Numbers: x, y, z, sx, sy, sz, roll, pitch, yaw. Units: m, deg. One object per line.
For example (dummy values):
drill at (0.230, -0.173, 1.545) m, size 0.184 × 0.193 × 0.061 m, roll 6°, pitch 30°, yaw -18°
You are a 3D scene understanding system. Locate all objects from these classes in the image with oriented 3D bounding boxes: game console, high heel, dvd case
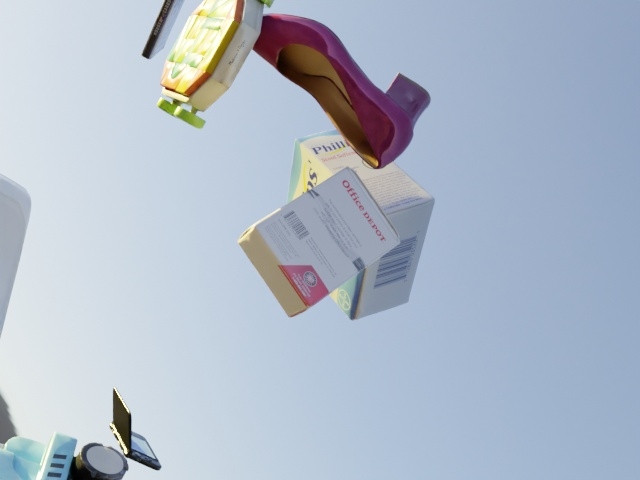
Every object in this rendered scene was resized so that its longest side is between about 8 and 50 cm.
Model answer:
game console at (-0.312, 0.319, 1.498) m, size 0.107 × 0.071 × 0.122 m, roll 34°, pitch -1°, yaw -29°
high heel at (-0.006, -0.266, 1.525) m, size 0.377 × 0.181 × 0.127 m, roll 26°, pitch -34°, yaw 15°
dvd case at (-0.387, -0.592, 2.280) m, size 0.029 × 0.179 × 0.238 m, roll 27°, pitch -70°, yaw -8°

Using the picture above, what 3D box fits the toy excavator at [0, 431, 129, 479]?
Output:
toy excavator at (-0.630, 0.457, 1.759) m, size 0.445 × 0.222 × 0.433 m, roll 25°, pitch 20°, yaw -16°

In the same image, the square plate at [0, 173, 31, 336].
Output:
square plate at (-0.477, 0.048, 1.113) m, size 0.049 × 0.347 × 0.344 m, roll 7°, pitch -14°, yaw 11°

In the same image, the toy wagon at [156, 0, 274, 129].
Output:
toy wagon at (-0.215, -0.349, 1.628) m, size 0.068 × 0.267 × 0.344 m, roll 29°, pitch 1°, yaw -30°

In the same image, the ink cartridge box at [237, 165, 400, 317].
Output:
ink cartridge box at (0.000, 0.000, 1.442) m, size 0.158 × 0.218 × 0.092 m, roll 56°, pitch -30°, yaw 1°

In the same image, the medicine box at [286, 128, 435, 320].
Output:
medicine box at (0.064, -0.038, 1.765) m, size 0.289 × 0.149 × 0.263 m, roll 47°, pitch -39°, yaw 39°
